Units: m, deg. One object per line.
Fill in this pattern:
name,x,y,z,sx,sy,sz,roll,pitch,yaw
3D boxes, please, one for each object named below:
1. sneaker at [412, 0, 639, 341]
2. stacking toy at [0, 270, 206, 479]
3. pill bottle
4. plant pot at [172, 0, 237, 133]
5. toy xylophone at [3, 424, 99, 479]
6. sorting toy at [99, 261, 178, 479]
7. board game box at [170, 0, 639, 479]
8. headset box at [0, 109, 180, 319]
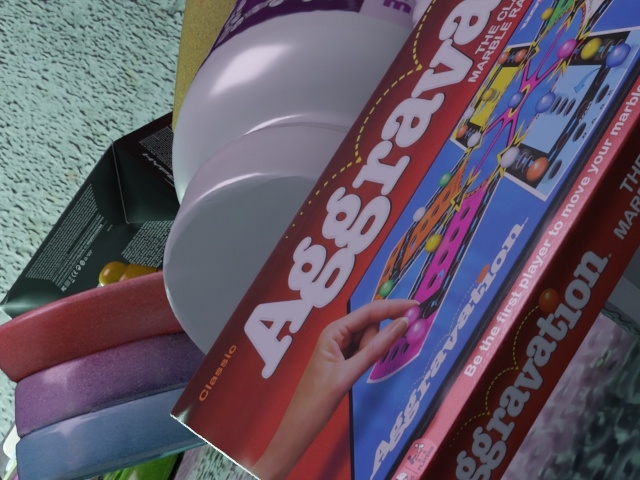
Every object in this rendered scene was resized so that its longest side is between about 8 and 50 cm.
sneaker,0.117,-0.069,0.547,0.115,0.105,0.281,-47,24,17
stacking toy,-0.125,0.116,0.871,0.309,0.130,0.279,-23,-9,36
pill bottle,0.023,-0.065,0.719,0.169,0.169,0.301,-50,13,36
plant pot,-0.004,-0.168,1.054,0.254,0.237,0.237,-61,8,20
toy xylophone,-0.305,0.265,1.498,0.236,0.081,0.322,-58,10,-2
sorting toy,-0.180,0.156,1.129,0.365,0.126,0.127,-61,11,-25
board game box,0.062,-0.041,0.449,0.281,0.027,0.145,-58,27,-7
headset box,-0.148,-0.022,1.386,0.218,0.110,0.293,-50,-4,28
